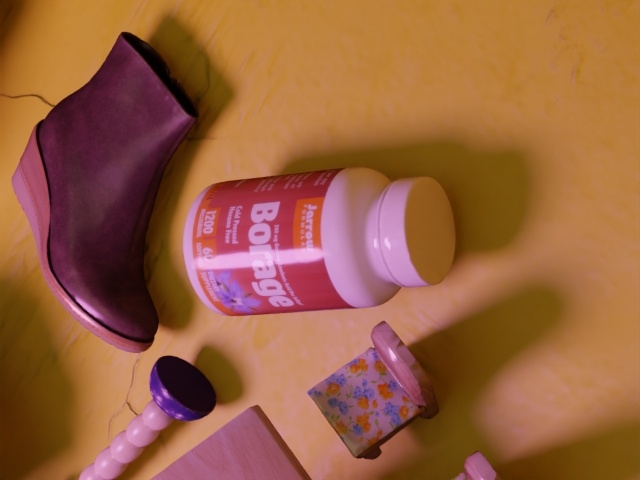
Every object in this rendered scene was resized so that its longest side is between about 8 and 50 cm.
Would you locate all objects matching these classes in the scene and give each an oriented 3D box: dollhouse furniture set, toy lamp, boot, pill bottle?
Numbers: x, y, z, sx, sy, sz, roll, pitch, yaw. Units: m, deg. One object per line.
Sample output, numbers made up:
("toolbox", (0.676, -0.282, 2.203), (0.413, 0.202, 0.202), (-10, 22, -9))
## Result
("dollhouse furniture set", (0.010, 0.308, 1.298), (0.362, 0.256, 0.394), (-36, 72, -4))
("toy lamp", (-0.211, 0.222, 1.614), (0.275, 0.080, 0.080), (-48, 68, 23))
("boot", (-0.182, -0.044, 1.582), (0.207, 0.090, 0.248), (-46, 65, 26))
("pill bottle", (0.000, 0.000, 1.454), (0.216, 0.121, 0.121), (-6, 88, 32))
